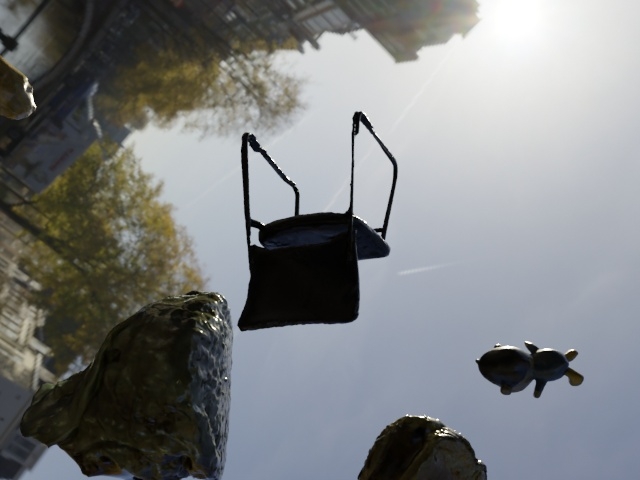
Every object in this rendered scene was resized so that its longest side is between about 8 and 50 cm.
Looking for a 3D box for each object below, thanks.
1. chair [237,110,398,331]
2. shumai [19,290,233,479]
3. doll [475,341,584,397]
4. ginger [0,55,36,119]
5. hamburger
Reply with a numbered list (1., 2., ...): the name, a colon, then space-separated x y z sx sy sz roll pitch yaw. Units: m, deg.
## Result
1. chair: 0.000 0.000 0.745 0.140 0.145 0.221 -8 -115 22
2. shumai: -0.269 0.206 0.970 0.330 0.289 0.291 101 -9 -76
3. doll: 0.342 0.211 1.178 0.089 0.179 0.102 110 -14 -52
4. ginger: -0.661 -0.295 1.045 0.363 0.348 0.122 -21 -165 -6
5. hamburger: 0.188 0.476 1.336 0.134 0.285 0.265 -5 -140 44
